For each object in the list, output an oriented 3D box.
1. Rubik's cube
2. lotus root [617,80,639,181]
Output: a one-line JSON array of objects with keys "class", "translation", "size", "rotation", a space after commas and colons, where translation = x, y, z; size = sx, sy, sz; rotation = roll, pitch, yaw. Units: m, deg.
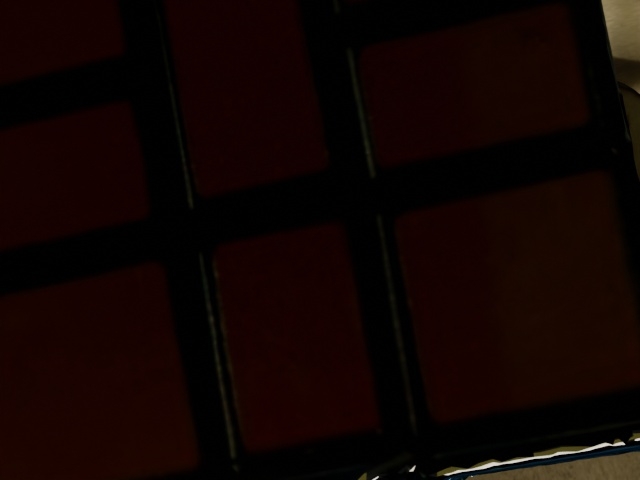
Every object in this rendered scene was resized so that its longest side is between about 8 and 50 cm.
[{"class": "Rubik's cube", "translation": [0.003, -0.020, 0.726], "size": [0.283, 0.293, 0.288], "rotation": [-9, 172, 11]}, {"class": "lotus root", "translation": [0.112, 0.026, 1.196], "size": [0.250, 0.250, 0.346], "rotation": [-2, 166, -37]}]
